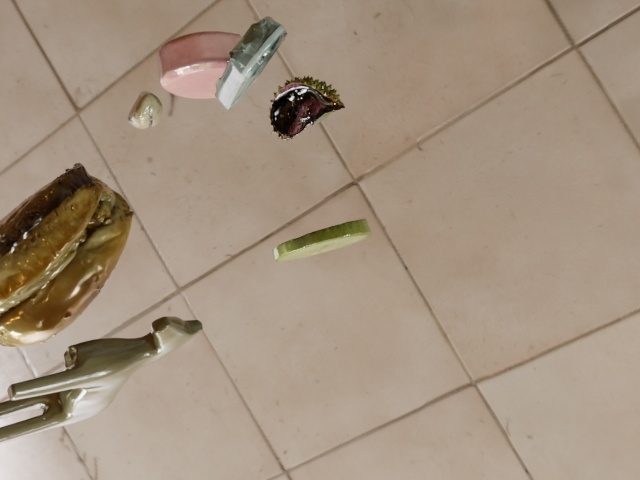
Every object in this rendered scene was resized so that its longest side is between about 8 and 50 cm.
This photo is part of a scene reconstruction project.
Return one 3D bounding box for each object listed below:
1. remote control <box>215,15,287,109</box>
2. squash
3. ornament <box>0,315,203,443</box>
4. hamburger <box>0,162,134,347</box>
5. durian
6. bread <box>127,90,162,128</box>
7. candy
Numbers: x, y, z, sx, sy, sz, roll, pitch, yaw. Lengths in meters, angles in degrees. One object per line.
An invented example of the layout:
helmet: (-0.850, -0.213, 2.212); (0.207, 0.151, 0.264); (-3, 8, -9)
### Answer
remote control: (-0.120, -0.284, 0.880); (0.052, 0.247, 0.104); (40, 74, -13)
squash: (0.002, 0.005, 1.144); (0.219, 0.219, 0.041); (-20, 86, 15)
ornament: (-0.295, 0.174, 0.716); (0.230, 0.244, 0.061); (-47, 63, 36)
hamburger: (-0.432, 0.015, 0.840); (0.174, 0.304, 0.284); (45, 73, -32)
durian: (-0.035, -0.315, 1.213); (0.186, 0.108, 0.119); (-25, 107, 32)
bread: (-0.334, -0.247, 1.033); (0.053, 0.214, 0.073); (33, 92, -26)
candy: (-0.268, -0.427, 1.321); (0.255, 0.255, 0.095); (-9, 88, 15)
